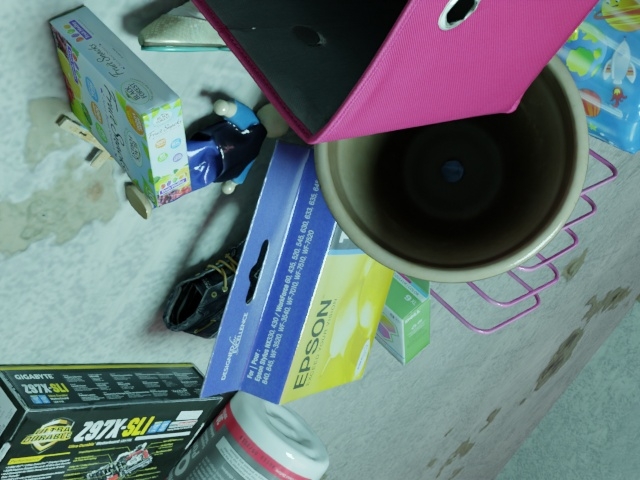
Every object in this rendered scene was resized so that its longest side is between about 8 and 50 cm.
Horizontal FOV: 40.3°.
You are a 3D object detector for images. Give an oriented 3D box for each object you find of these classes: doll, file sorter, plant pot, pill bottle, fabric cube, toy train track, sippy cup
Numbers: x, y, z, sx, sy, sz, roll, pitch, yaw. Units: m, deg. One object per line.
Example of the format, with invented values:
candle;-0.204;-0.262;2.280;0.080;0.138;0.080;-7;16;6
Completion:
doll;-0.106;-0.092;0.882;0.189;0.046;0.129;-29;148;-29
file sorter;0.297;-0.024;1.366;0.202;0.182;0.291;-20;141;-41
plant pot;0.136;-0.088;0.929;0.263;0.263;0.229;-49;173;5
pill bottle;-0.149;0.389;1.297;0.318;0.176;0.176;-50;151;6
fabric cube;0.068;-0.253;0.649;0.258;0.259;0.254;-14;150;-44
toy train track;-0.203;-0.093;0.786;0.048;0.014;0.083;-44;147;11
sippy cup;0.373;-0.239;1.150;0.240;0.224;0.305;-31;147;-29

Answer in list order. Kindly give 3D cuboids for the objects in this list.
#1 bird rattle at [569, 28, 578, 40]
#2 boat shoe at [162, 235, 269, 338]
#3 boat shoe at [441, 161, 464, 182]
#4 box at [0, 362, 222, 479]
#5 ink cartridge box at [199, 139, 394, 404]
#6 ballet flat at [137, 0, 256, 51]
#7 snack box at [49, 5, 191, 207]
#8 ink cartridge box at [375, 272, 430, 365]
bird rattle;0.205;-0.315;0.942;0.207;0.143;0.253;131;-25;-64
boat shoe;-0.107;0.044;1.031;0.183;0.065;0.083;-52;152;11
boat shoe;0.176;-0.048;1.168;0.258;0.089;0.109;-62;166;-56
box;-0.300;0.265;1.042;0.257;0.079;0.322;-56;150;14
ink cartridge box;0.005;0.042;1.058;0.307;0.072;0.303;-4;114;-64
ballet flat;-0.096;-0.193;0.778;0.168;0.057;0.052;-13;109;-51
snack box;-0.158;-0.107;0.693;0.037;0.141;0.100;-32;149;-24
ink cartridge box;0.111;0.096;1.346;0.062;0.109;0.209;-38;150;-18
